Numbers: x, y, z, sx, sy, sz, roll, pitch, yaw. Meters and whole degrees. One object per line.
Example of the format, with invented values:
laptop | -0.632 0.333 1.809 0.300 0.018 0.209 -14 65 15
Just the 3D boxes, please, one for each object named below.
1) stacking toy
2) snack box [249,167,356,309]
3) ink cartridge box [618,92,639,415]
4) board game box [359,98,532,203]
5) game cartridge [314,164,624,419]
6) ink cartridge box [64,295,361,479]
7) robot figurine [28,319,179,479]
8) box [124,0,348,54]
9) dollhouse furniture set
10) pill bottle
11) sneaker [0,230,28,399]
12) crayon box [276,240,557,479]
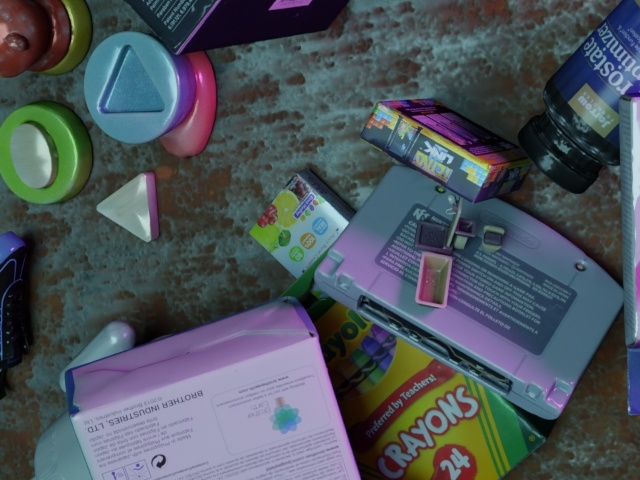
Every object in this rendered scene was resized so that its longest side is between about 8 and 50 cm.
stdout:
stacking toy | -0.297 -0.149 1.885 0.309 0.130 0.279 21 108 20
snack box | 0.000 0.000 1.825 0.141 0.037 0.100 44 116 9
ink cartridge box | 0.460 0.013 1.535 0.324 0.071 0.330 -3 99 2
board game box | 0.137 -0.097 1.670 0.141 0.170 0.048 33 107 17
game cartridge | 0.166 0.044 1.675 0.294 0.196 0.060 30 151 12
ink cartridge box | -0.087 0.294 1.696 0.270 0.151 0.395 -18 107 -4
robot figurine | -0.198 0.245 1.874 0.353 0.200 0.300 -40 80 25
box | -0.119 -0.374 1.640 0.312 0.343 0.179 46 116 10
dollhouse furniture set | 0.143 0.012 1.612 0.091 0.114 0.081 12 145 -1
pill bottle | 0.307 -0.155 1.607 0.123 0.123 0.219 46 114 11
sneaker | -0.408 0.100 2.016 0.090 0.081 0.232 32 118 13
crayon box | 0.082 0.156 1.772 0.318 0.081 0.202 45 115 3
